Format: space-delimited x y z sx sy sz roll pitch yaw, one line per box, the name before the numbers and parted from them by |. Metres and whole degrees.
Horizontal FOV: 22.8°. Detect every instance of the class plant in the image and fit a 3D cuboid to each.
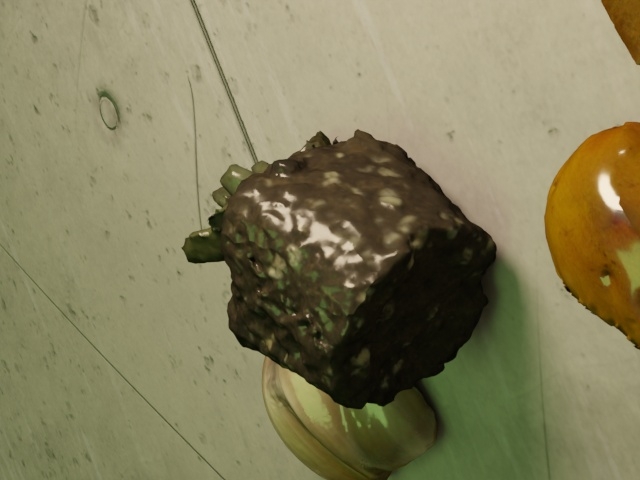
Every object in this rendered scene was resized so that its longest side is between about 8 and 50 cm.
plant | 0.000 0.000 1.535 0.312 0.215 0.213 44 143 37

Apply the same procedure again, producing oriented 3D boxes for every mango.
mango | 0.268 0.021 1.211 0.156 0.151 0.249 -39 69 21

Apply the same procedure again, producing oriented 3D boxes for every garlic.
garlic | 0.006 0.170 1.724 0.228 0.110 0.217 58 149 15

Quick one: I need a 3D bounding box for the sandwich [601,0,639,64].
sandwich | 0.292 -0.156 1.132 0.244 0.090 0.088 28 127 46
